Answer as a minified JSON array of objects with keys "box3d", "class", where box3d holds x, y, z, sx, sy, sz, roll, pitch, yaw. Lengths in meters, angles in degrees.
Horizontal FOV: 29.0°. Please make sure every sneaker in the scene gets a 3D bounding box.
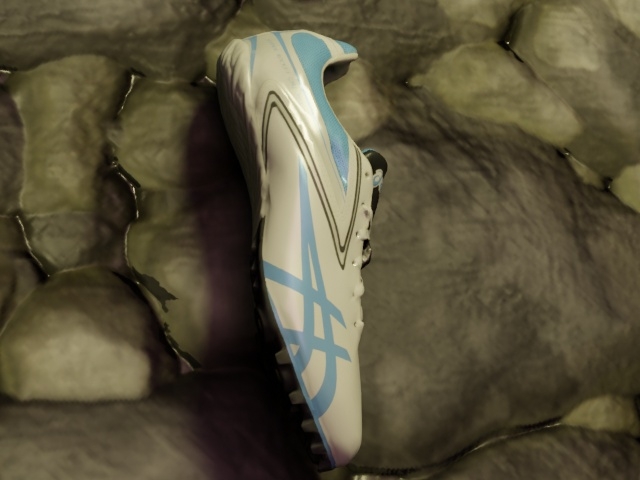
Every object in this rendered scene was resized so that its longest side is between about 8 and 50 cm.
[{"box3d":[0.000,0.000,0.649,0.086,0.085,0.237,-7,78,-7],"class":"sneaker"}]
